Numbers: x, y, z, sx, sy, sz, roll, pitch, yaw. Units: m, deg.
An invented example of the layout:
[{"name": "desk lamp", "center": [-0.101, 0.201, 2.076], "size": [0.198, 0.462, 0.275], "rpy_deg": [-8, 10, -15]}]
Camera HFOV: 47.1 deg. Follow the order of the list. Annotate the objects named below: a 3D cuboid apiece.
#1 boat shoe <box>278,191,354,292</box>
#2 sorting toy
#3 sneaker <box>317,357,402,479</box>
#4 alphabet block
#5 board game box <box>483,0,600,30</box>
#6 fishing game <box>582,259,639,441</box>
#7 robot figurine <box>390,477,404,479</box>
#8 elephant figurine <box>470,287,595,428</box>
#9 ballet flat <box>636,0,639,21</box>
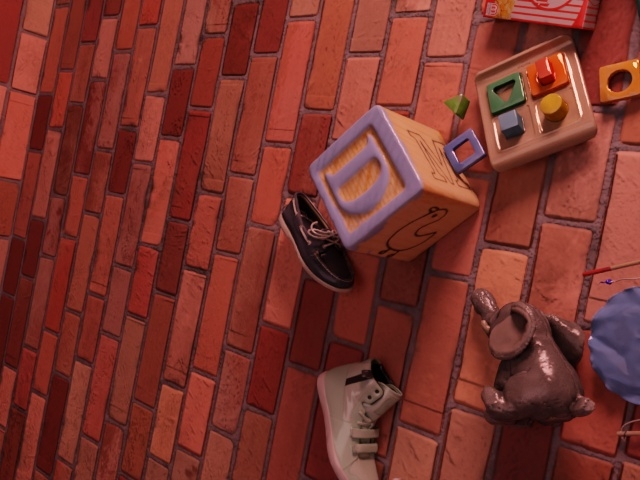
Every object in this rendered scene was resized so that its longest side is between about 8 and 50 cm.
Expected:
[{"name": "boat shoe", "center": [0.000, 0.000, 1.488], "size": [0.079, 0.095, 0.255], "rpy_deg": [-62, 41, 30]}, {"name": "sorting toy", "center": [0.351, -0.234, 1.227], "size": [0.347, 0.047, 0.196], "rpy_deg": [-21, 64, 31]}, {"name": "sneaker", "center": [0.089, 0.344, 1.356], "size": [0.151, 0.094, 0.256], "rpy_deg": [-29, 67, 31]}, {"name": "alphabet block", "center": [0.131, -0.096, 1.317], "size": [0.192, 0.197, 0.194], "rpy_deg": [-39, 60, 31]}, {"name": "board game box", "center": [0.378, -0.440, 1.236], "size": [0.193, 0.045, 0.147], "rpy_deg": [23, 113, 41]}, {"name": "fishing game", "center": [0.490, 0.154, 1.077], "size": [0.189, 0.041, 0.264], "rpy_deg": [-20, 79, 37]}, {"name": "robot figurine", "center": [0.067, 0.578, 1.267], "size": [0.300, 0.199, 0.354], "rpy_deg": [39, 110, 11]}, {"name": "elephant figurine", "center": [0.321, 0.163, 1.149], "size": [0.185, 0.169, 0.240], "rpy_deg": [-4, 67, 18]}, {"name": "ballet flat", "center": [0.514, -0.399, 1.133], "size": [0.067, 0.073, 0.206], "rpy_deg": [-12, 77, 11]}]
